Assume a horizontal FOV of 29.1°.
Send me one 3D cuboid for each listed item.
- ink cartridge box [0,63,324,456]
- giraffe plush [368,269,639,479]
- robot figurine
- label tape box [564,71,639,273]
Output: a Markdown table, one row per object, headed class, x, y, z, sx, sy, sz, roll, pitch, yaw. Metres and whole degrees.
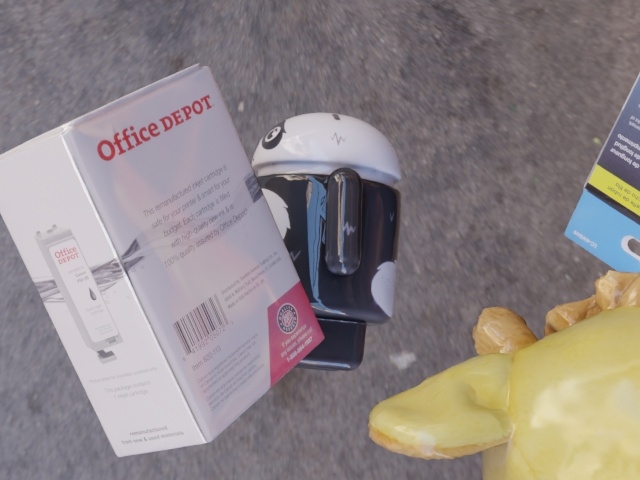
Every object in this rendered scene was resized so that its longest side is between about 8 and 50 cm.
| class | x | y | z | sx | sy | sz | roll | pitch | yaw |
| --- | --- | --- | --- | --- | --- | --- | --- | --- | --- |
| ink cartridge box | -0.137 | 0.013 | 1.082 | 0.117 | 0.207 | 0.283 | -15 | 103 | 36 |
| giraffe plush | 0.101 | 0.083 | 0.306 | 0.181 | 0.170 | 0.210 | 26 | 93 | -45 |
| robot figurine | -0.003 | 0.000 | 1.340 | 0.209 | 0.173 | 0.278 | -1 | 81 | 38 |
| label tape box | 0.478 | -0.095 | 1.470 | 0.249 | 0.115 | 0.348 | 37 | 123 | 29 |
